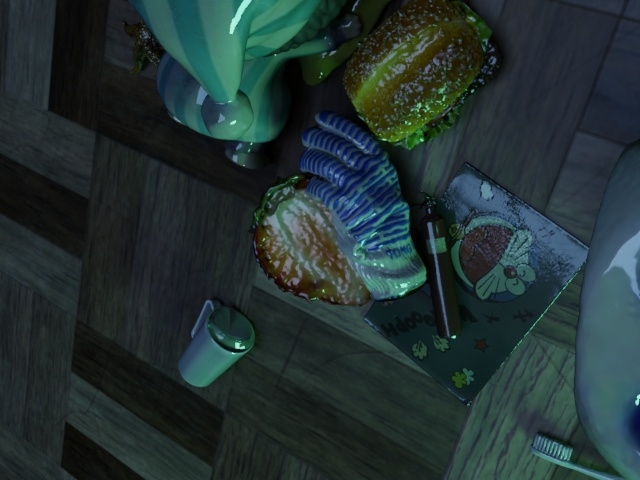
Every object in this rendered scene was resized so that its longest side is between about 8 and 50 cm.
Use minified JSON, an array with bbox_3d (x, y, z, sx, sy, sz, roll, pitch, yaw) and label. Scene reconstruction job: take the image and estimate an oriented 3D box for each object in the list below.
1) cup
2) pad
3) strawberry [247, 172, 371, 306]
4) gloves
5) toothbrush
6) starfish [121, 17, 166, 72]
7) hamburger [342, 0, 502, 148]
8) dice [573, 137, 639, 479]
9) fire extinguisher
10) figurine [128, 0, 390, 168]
[{"bbox_3d":[-0.155,0.141,0.960,0.116,0.074,0.104,-48,53,36],"label":"cup"},{"bbox_3d":[0.169,0.057,0.769,0.170,0.006,0.245,39,119,17],"label":"pad"},{"bbox_3d":[0.000,0.000,0.813,0.146,0.082,0.187,-40,88,8],"label":"strawberry"},{"bbox_3d":[0.050,-0.043,0.747,0.097,0.119,0.229,-34,84,41],"label":"gloves"},{"bbox_3d":[0.361,0.267,0.696,0.286,0.020,0.025,19,105,27],"label":"toothbrush"},{"bbox_3d":[-0.233,-0.285,0.905,0.133,0.041,0.130,21,111,26],"label":"starfish"},{"bbox_3d":[0.100,-0.177,0.699,0.166,0.087,0.137,-35,84,33],"label":"hamburger"},{"bbox_3d":[0.346,0.051,0.506,0.243,0.259,0.251,9,108,31],"label":"dice"},{"bbox_3d":[0.128,0.026,0.766,0.049,0.035,0.173,-167,66,-70],"label":"fire extinguisher"},{"bbox_3d":[-0.131,-0.239,0.655,0.266,0.377,0.361,36,117,19],"label":"figurine"}]
